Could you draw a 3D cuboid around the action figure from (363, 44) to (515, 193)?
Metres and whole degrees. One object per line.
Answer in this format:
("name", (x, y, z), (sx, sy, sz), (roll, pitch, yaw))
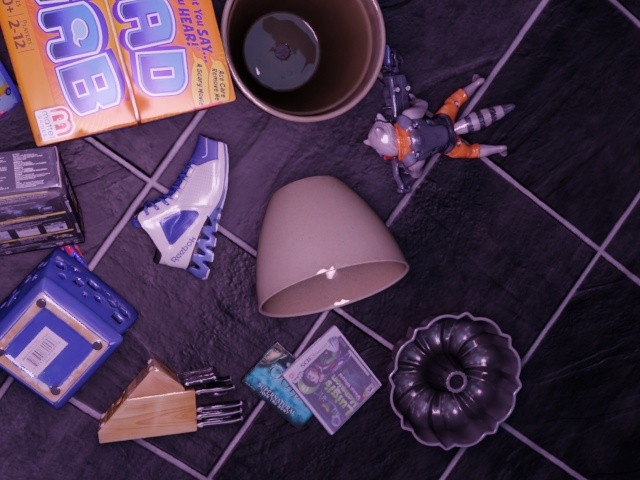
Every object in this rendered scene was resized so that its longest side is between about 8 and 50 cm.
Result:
("action figure", (0.247, -0.286, 1.810), (0.330, 0.178, 0.341), (-20, 103, -19))

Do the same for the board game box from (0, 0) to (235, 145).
("board game box", (-0.398, -0.395, 1.551), (0.357, 0.356, 0.356), (-16, 101, -10))

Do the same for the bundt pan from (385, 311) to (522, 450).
("bundt pan", (0.302, 0.319, 1.921), (0.331, 0.124, 0.330), (-2, 98, -12))

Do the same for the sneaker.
("sneaker", (-0.305, -0.077, 1.731), (0.182, 0.127, 0.315), (9, 97, -16))

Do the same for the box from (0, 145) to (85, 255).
("box", (-0.676, -0.051, 1.552), (0.395, 0.318, 0.097), (-9, 74, -10))

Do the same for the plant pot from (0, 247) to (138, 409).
("plant pot", (-0.540, 0.188, 1.654), (0.236, 0.212, 0.236), (43, 94, -15))

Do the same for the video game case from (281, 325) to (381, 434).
("video game case", (0.028, 0.326, 1.889), (0.173, 0.022, 0.190), (-42, 103, -19))

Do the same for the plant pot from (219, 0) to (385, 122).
("plant pot", (-0.060, -0.404, 1.666), (0.323, 0.280, 0.322), (-2, 98, -13))

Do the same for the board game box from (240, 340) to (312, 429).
("board game box", (-0.077, 0.338, 1.887), (0.186, 0.026, 0.126), (42, 87, -14))

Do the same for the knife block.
("knife block", (-0.323, 0.389, 1.805), (0.242, 0.088, 0.275), (42, 86, -14))

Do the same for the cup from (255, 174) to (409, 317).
("cup", (0.000, 0.000, 1.740), (0.331, 0.331, 0.236), (-12, 72, -11))

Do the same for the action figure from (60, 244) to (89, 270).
("action figure", (-0.532, 0.034, 1.745), (0.038, 0.030, 0.115), (-29, 100, -3))

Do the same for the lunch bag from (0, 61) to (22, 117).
("lunch bag", (-0.726, -0.299, 1.557), (0.221, 0.138, 0.293), (-43, 140, -21))
